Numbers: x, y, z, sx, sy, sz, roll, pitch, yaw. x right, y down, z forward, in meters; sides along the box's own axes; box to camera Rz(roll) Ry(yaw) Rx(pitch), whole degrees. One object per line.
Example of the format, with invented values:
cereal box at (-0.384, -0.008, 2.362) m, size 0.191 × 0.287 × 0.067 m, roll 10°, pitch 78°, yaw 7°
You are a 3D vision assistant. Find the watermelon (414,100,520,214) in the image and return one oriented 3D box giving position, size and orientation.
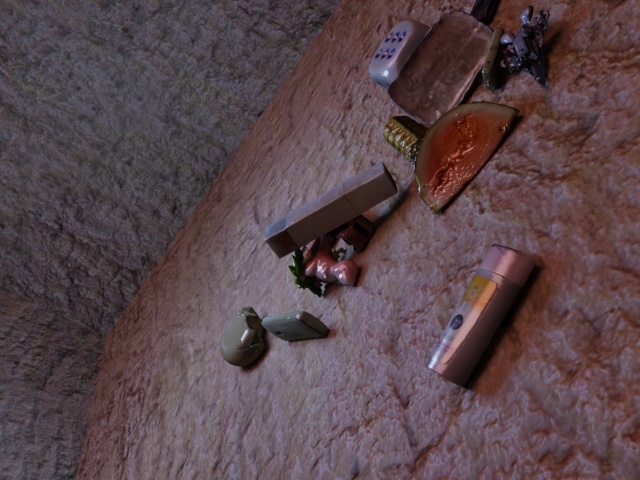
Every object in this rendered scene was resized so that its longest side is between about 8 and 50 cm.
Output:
watermelon at (0.308, -0.230, 1.689) m, size 0.303 × 0.128 × 0.159 m, roll -51°, pitch 23°, yaw 18°

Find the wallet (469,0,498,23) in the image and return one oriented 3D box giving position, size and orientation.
wallet at (0.471, -0.675, 2.053) m, size 0.166 × 0.030 × 0.111 m, roll -64°, pitch 18°, yaw -18°

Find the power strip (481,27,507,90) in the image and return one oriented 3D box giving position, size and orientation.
power strip at (0.431, -0.445, 1.780) m, size 0.028 × 0.076 × 0.169 m, roll 5°, pitch 59°, yaw 29°

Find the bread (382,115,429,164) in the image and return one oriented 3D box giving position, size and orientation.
bread at (0.242, -0.277, 1.949) m, size 0.098 × 0.087 × 0.269 m, roll -55°, pitch 23°, yaw 11°

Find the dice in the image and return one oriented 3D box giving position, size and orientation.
dice at (0.267, -0.501, 2.049) m, size 0.194 × 0.191 × 0.193 m, roll -58°, pitch 21°, yaw 6°

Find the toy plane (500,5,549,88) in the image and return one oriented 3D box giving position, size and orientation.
toy plane at (0.476, -0.429, 1.653) m, size 0.169 × 0.078 × 0.246 m, roll -52°, pitch 22°, yaw 42°

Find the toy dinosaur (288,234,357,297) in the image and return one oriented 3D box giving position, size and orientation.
toy dinosaur at (0.011, 0.061, 1.945) m, size 0.177 × 0.152 × 0.194 m, roll -35°, pitch 38°, yaw 30°

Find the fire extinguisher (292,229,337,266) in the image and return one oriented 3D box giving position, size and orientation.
fire extinguisher at (0.000, 0.000, 2.145) m, size 0.231 × 0.071 × 0.099 m, roll -61°, pitch -6°, yaw -7°

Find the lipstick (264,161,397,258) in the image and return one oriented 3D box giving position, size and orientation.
lipstick at (0.026, -0.080, 1.918) m, size 0.371 × 0.080 × 0.076 m, roll -28°, pitch 27°, yaw 14°

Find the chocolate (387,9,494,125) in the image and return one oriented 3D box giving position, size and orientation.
chocolate at (0.328, -0.452, 1.913) m, size 0.303 × 0.185 × 0.100 m, roll -53°, pitch -9°, yaw 4°

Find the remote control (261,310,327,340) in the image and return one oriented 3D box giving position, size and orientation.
remote control at (-0.071, 0.233, 1.943) m, size 0.233 × 0.098 × 0.038 m, roll -20°, pitch 37°, yaw 58°

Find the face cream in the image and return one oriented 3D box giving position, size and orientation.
face cream at (0.293, 0.135, 1.325) m, size 0.269 × 0.073 × 0.107 m, roll -59°, pitch 30°, yaw -3°

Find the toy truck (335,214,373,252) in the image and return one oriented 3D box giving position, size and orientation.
toy truck at (0.079, -0.044, 2.000) m, size 0.092 × 0.083 × 0.192 m, roll -51°, pitch 21°, yaw 5°

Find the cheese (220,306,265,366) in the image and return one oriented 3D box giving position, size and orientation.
cheese at (-0.232, 0.305, 2.207) m, size 0.175 × 0.091 × 0.202 m, roll -58°, pitch 23°, yaw 0°
